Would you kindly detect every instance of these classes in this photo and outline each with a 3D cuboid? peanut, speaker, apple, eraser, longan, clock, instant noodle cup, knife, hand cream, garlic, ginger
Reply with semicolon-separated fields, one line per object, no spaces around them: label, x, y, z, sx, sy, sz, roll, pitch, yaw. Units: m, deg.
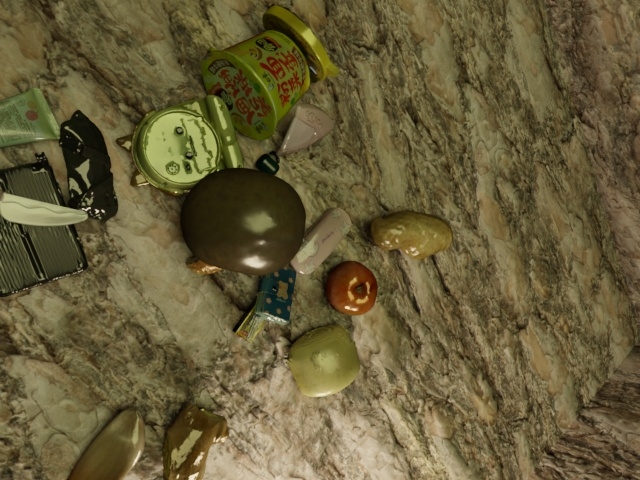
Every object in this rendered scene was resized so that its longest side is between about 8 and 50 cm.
peanut;0.369;-0.023;1.802;0.388;0.170;0.192;8;94;-25
speaker;-0.174;-0.274;1.548;0.075;0.060;0.094;42;73;-25
apple;0.119;0.183;1.678;0.210;0.164;0.209;-1;92;-27
eraser;-0.030;-0.391;1.566;0.244;0.204;0.059;-21;61;-44
longan;-0.227;-0.051;1.312;0.361;0.361;0.360;-2;94;-28
clock;-0.431;-0.281;1.376;0.349;0.117;0.285;-21;102;-26
instant noodle cup;-0.192;-0.509;1.409;0.221;0.311;0.311;-49;114;-28
knife;-0.759;-0.086;1.087;0.336;0.043;0.081;19;91;-31
hand cream;-0.865;-0.295;1.156;0.306;0.093;0.147;-27;100;-26
garlic;-0.629;0.649;1.332;0.143;0.112;0.318;40;80;-2
clock;-0.082;-0.629;1.455;0.293;0.277;0.071;44;86;-17
ginger;-0.409;0.669;1.446;0.222;0.130;0.275;-7;102;-37

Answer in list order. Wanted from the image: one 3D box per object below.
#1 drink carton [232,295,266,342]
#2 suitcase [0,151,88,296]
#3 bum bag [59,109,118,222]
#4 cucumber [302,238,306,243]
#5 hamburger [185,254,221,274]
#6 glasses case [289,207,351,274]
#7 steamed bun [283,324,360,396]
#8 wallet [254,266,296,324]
drink carton;-0.230;0.270;1.556;0.071;0.056;0.165;40;75;-20
suitcase;-0.790;-0.041;1.176;0.230;0.152;0.334;-21;103;-25
bum bag;-0.662;-0.206;1.262;0.142;0.080;0.325;-24;109;-60
cucumber;-0.191;-0.088;1.515;0.105;0.145;0.325;-39;106;-28
hamburger;-0.344;0.062;1.463;0.176;0.087;0.102;-38;108;-24
glasses case;0.000;0.000;1.651;0.296;0.075;0.113;-48;111;-18
steamed bun;0.019;0.445;1.639;0.273;0.166;0.231;-18;103;-27
wallet;-0.154;0.183;1.542;0.141;0.059;0.202;26;55;-31
